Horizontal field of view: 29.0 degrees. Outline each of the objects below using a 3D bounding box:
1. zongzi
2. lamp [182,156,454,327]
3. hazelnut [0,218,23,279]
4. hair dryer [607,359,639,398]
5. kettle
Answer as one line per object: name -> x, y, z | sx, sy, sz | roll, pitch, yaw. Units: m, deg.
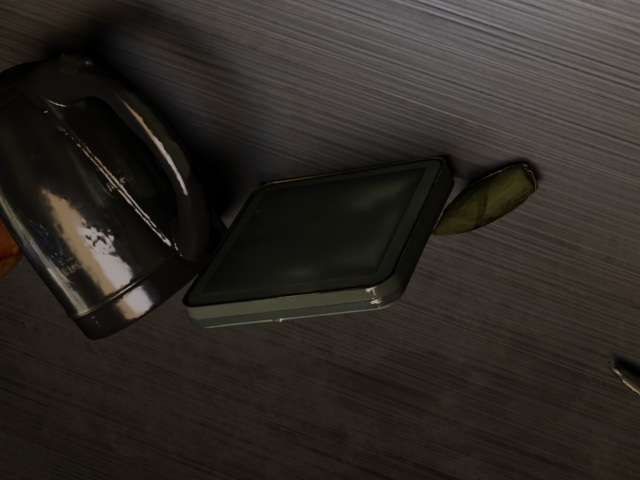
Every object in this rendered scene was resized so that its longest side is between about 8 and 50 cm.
zongzi -> 0.188, -0.043, 1.419 | 0.104, 0.113, 0.052 | -31, 89, 36
lamp -> 0.000, 0.000, 1.425 | 0.269, 0.266, 0.047 | -8, 120, 27
hazelnut -> -0.476, -0.021, 1.661 | 0.182, 0.182, 0.182 | 11, 131, 13
hair dryer -> 0.492, 0.275, 1.542 | 0.357, 0.173, 0.107 | 39, 131, 6
kettle -> -0.270, -0.081, 1.490 | 0.321, 0.228, 0.324 | -20, 111, 50
